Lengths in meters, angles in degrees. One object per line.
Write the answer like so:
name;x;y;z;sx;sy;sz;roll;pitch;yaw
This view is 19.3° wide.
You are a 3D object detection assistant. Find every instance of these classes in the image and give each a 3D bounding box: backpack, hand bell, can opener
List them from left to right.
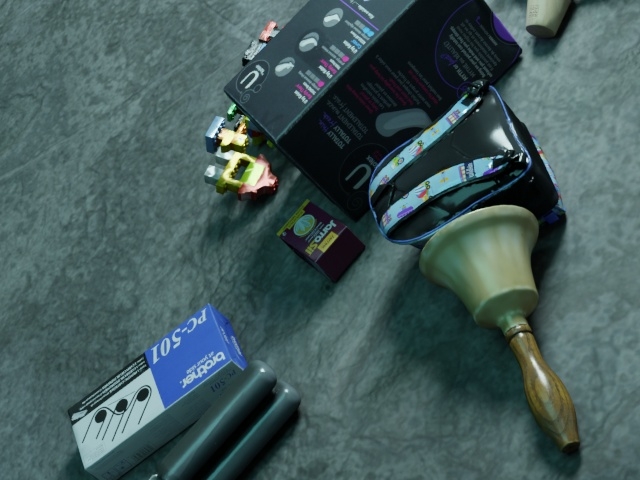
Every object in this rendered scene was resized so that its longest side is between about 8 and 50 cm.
can opener;-0.126;0.250;1.931;0.280;0.074;0.093;-50;24;-8
backpack;0.143;-0.052;1.921;0.173;0.117;0.158;-34;42;13
hand bell;0.194;0.098;1.793;0.126;0.126;0.242;-32;55;15

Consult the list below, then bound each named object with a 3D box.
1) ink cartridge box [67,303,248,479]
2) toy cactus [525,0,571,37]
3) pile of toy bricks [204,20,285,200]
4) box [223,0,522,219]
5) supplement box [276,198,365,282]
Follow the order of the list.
ink cartridge box;-0.178;0.169;2.064;0.207;0.046;0.097;-36;43;10
toy cactus;0.261;-0.314;2.063;0.219;0.112;0.180;5;70;32
pile of toy bricks;-0.048;-0.150;2.188;0.105;0.118;0.212;19;57;13
box;0.057;-0.188;2.066;0.270;0.165;0.143;-45;41;0
supplement box;0.000;0.000;2.055;0.055;0.043;0.083;-49;41;-6
